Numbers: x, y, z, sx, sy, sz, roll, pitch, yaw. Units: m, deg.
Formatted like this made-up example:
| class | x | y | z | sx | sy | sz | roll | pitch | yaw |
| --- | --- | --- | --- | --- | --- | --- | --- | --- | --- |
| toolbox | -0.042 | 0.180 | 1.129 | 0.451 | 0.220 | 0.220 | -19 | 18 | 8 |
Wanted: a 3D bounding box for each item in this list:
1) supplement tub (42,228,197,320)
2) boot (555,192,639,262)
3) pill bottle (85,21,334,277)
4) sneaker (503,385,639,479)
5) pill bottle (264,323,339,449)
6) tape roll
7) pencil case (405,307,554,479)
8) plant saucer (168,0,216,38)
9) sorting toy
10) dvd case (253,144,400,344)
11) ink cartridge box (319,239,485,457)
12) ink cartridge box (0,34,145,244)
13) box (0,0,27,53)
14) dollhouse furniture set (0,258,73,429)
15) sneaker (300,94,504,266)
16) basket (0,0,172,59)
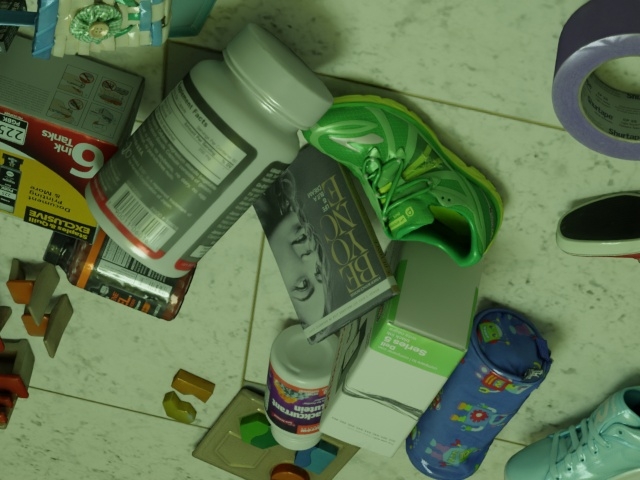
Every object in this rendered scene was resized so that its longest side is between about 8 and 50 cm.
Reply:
| class | x | y | z | sx | sy | sz | roll | pitch | yaw |
| --- | --- | --- | --- | --- | --- | --- | --- | --- | --- |
| supplement tub | -0.274 | 0.030 | 2.158 | 0.198 | 0.106 | 0.106 | 22 | 139 | -7 |
| boot | 0.422 | 0.024 | 1.964 | 0.244 | 0.088 | 0.176 | -5 | 137 | 16 |
| pill bottle | -0.128 | -0.107 | 1.849 | 0.161 | 0.161 | 0.283 | 38 | 104 | -25 |
| sneaker | 0.412 | 0.265 | 2.213 | 0.366 | 0.135 | 0.150 | -18 | 122 | 21 |
| pill bottle | -0.026 | 0.218 | 2.291 | 0.108 | 0.108 | 0.193 | 12 | 139 | 3 |
| tape roll | 0.353 | -0.182 | 1.756 | 0.189 | 0.080 | 0.189 | 9 | 138 | 8 |
| pencil case | 0.222 | 0.219 | 2.212 | 0.133 | 0.119 | 0.306 | 13 | 140 | -10 |
| plant saucer | -0.137 | -0.296 | 1.796 | 0.067 | 0.018 | 0.192 | -10 | 153 | -35 |
| sorting toy | -0.113 | 0.313 | 2.472 | 0.307 | 0.041 | 0.229 | 25 | 138 | -12 |
| dvd case | 0.000 | 0.000 | 1.992 | 0.018 | 0.221 | 0.164 | -10 | 162 | -47 |
| ink cartridge box | 0.105 | 0.127 | 2.080 | 0.115 | 0.198 | 0.273 | 21 | 138 | -7 |
| ink cartridge box | -0.406 | -0.125 | 2.004 | 0.309 | 0.130 | 0.272 | 18 | 140 | -5 |
| box | -0.394 | -0.258 | 1.886 | 0.067 | 0.083 | 0.018 | 5 | 137 | 9 |
| dollhouse furniture set | -0.505 | 0.146 | 2.329 | 0.262 | 0.135 | 0.259 | 3 | 138 | 14 |
| sneaker | 0.103 | -0.073 | 1.917 | 0.295 | 0.123 | 0.109 | 33 | 136 | -19 |
| basket | -0.294 | -0.325 | 1.692 | 0.289 | 0.201 | 0.254 | 7 | 140 | -6 |
